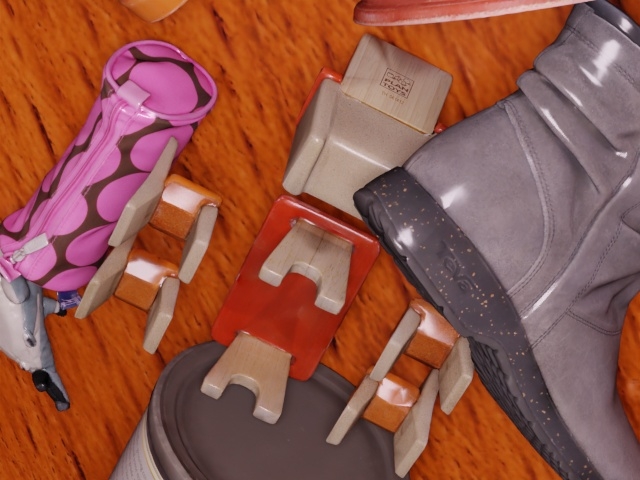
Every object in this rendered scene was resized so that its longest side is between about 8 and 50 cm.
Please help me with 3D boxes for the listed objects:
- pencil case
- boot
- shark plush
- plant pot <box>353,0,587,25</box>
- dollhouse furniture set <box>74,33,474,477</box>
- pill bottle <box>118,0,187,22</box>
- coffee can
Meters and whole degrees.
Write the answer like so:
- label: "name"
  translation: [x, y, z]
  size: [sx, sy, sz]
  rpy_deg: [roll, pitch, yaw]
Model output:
- label: "pencil case"
  translation: [-0.162, -0.051, 1.405]
  size: [0.095, 0.098, 0.209]
  rpy_deg: [50, 125, 19]
- label: "boot"
  translation: [0.194, 0.023, 1.220]
  size: [0.223, 0.118, 0.338]
  rpy_deg: [-38, 125, -3]
- label: "shark plush"
  translation: [-0.224, 0.061, 1.513]
  size: [0.073, 0.067, 0.161]
  rpy_deg: [-15, 105, 44]
- label: "plant pot"
  translation: [0.129, -0.277, 1.065]
  size: [0.272, 0.272, 0.265]
  rpy_deg: [-4, 103, 29]
- label: "dollhouse furniture set"
  translation: [0.000, 0.000, 1.330]
  size: [0.262, 0.135, 0.259]
  rpy_deg: [26, 129, -3]
- label: "pill bottle"
  translation: [-0.175, -0.254, 1.268]
  size: [0.130, 0.130, 0.246]
  rpy_deg: [-30, 121, 35]
- label: "coffee can"
  translation: [-0.082, 0.240, 1.441]
  size: [0.201, 0.201, 0.275]
  rpy_deg: [36, 124, 8]
